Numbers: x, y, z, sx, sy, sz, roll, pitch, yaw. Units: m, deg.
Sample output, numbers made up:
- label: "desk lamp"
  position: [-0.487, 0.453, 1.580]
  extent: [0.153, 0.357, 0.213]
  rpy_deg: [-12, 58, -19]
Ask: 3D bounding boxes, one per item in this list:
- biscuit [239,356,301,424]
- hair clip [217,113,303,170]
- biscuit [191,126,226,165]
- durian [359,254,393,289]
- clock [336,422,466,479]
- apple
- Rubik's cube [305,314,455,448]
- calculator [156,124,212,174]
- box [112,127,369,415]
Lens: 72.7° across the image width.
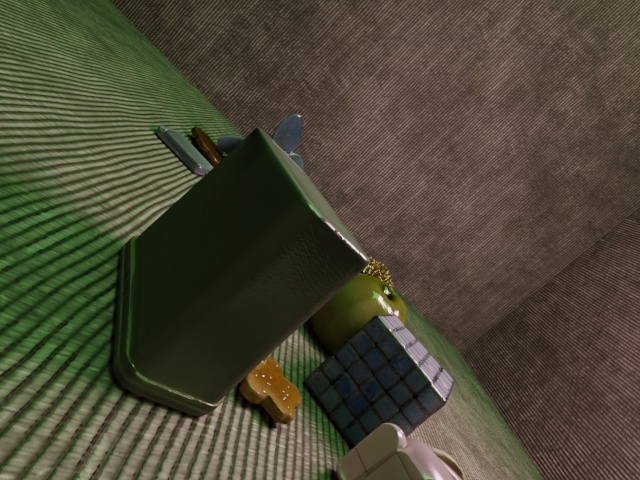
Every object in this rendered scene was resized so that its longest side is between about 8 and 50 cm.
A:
- label: "biscuit"
  position: [-0.128, 0.243, 0.814]
  extent: [0.225, 0.036, 0.166]
  rpy_deg: [44, 9, 3]
- label: "hair clip"
  position: [-0.218, -0.322, 1.917]
  extent: [0.318, 0.393, 0.238]
  rpy_deg: [74, 0, -48]
- label: "biscuit"
  position: [-0.462, -0.373, 1.887]
  extent: [0.290, 0.041, 0.208]
  rpy_deg: [53, 10, 12]
- label: "durian"
  position: [0.124, 0.173, 1.556]
  extent: [0.291, 0.291, 0.224]
  rpy_deg: [41, 15, -33]
- label: "clock"
  position: [0.211, 0.518, 0.781]
  extent: [0.326, 0.184, 0.342]
  rpy_deg: [45, 13, -38]
- label: "apple"
  position: [0.109, 0.234, 1.292]
  extent: [0.279, 0.279, 0.279]
  rpy_deg: [45, 9, -10]
- label: "Rubik's cube"
  position: [0.144, 0.332, 1.031]
  extent: [0.237, 0.237, 0.238]
  rpy_deg: [49, 9, 19]
- label: "calculator"
  position: [-0.483, -0.321, 1.565]
  extent: [0.246, 0.045, 0.141]
  rpy_deg: [46, 9, -3]
- label: "box"
  position: [-0.143, 0.026, 0.709]
  extent: [0.177, 0.344, 0.352]
  rpy_deg: [43, 9, -36]
